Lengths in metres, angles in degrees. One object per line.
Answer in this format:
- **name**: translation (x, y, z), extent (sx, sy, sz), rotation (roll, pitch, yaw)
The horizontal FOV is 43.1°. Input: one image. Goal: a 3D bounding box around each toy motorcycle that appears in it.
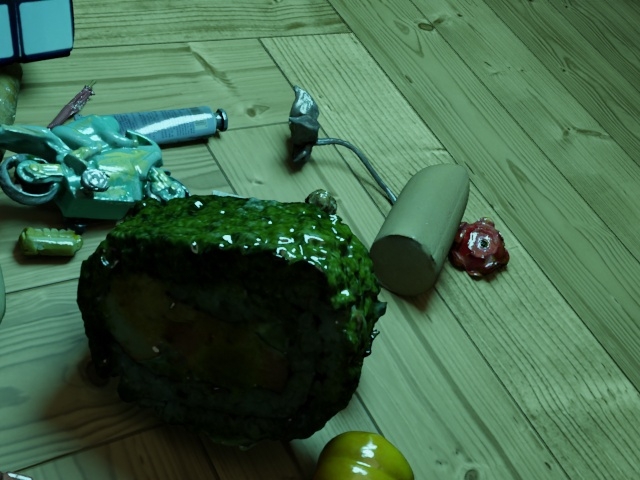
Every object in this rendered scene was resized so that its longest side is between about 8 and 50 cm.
- **toy motorcycle**: translation (-0.340, -0.117, 1.227), extent (0.297, 0.109, 0.198), rotation (1, 56, -39)

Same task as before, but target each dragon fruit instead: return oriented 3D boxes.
- **dragon fruit**: translation (0.289, 0.007, 1.446), extent (0.126, 0.068, 0.112), rotation (0, 53, -25)

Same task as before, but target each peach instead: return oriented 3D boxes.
- **peach**: translation (0.053, 0.310, 1.015), extent (0.138, 0.138, 0.138), rotation (13, 46, -14)

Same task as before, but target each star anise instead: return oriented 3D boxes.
- **star anise**: translation (0.047, -0.160, 1.440), extent (0.228, 0.148, 0.218), rotation (5, 90, -7)

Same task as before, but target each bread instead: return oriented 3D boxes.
- **bread**: translation (-0.385, 0.004, 1.156), extent (0.088, 0.033, 0.049), rotation (1, 36, -29)

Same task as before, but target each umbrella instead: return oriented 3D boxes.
- **umbrella**: translation (-0.414, -0.223, 1.354), extent (0.027, 0.025, 0.165), rotation (7, 42, 15)

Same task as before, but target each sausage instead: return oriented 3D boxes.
- **sausage**: translation (0.176, -0.030, 1.387), extent (0.123, 0.123, 0.253), rotation (30, 44, 3)

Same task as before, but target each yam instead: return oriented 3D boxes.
- **yam**: translation (-0.510, -0.160, 1.219), extent (0.081, 0.081, 0.356), rotation (9, 46, -18)

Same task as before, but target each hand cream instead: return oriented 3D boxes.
- **hand cream**: translation (-0.281, -0.194, 1.373), extent (0.256, 0.055, 0.088), rotation (-11, 64, -30)

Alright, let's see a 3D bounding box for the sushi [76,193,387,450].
- **sushi**: translation (-0.104, 0.100, 1.005), extent (0.352, 0.293, 0.178), rotation (6, 23, 15)

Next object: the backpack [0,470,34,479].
- **backpack**: translation (-0.317, 0.302, 0.785), extent (0.229, 0.229, 0.139), rotation (32, 41, 5)

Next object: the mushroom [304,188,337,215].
- **mushroom**: translation (0.000, 0.000, 1.204), extent (0.148, 0.217, 0.227), rotation (31, 43, 13)

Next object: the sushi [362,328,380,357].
- **sushi**: translation (0.026, 0.153, 1.166), extent (0.094, 0.098, 0.084), rotation (20, 42, 0)

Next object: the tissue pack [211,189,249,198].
- **tissue pack**: translation (-0.128, -0.047, 1.328), extent (0.108, 0.023, 0.056), rotation (12, 48, -14)

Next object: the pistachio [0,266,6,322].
- **pistachio**: translation (-0.472, 0.041, 1.015), extent (0.130, 0.131, 0.206), rotation (-33, 61, 5)

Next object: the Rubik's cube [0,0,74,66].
- **Rubik's cube**: translation (-0.569, -0.433, 1.240), extent (0.283, 0.293, 0.288), rotation (-25, 44, -37)
